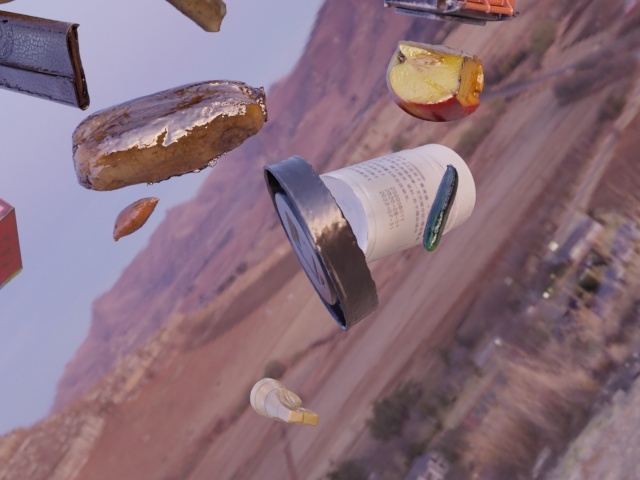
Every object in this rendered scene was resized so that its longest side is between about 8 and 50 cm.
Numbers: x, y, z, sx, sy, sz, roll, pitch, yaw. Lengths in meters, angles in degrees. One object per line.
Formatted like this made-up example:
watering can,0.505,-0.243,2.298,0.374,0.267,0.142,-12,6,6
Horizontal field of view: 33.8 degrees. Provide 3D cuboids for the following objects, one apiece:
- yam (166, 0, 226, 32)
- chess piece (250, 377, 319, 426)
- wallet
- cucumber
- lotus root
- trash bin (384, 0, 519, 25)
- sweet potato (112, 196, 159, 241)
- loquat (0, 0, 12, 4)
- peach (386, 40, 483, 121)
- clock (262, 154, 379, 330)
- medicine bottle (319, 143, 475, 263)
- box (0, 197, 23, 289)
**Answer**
yam,-0.251,-0.427,1.665,0.067,0.317,0.071,11,75,36
chess piece,-0.080,0.372,2.346,0.090,0.090,0.200,-54,25,-10
wallet,-0.451,-0.285,1.640,0.039,0.243,0.133,-24,-58,-43
cucumber,0.197,-0.055,1.698,0.036,0.033,0.184,-43,19,51
lotus root,-0.242,-0.182,1.663,0.329,0.167,0.078,-20,-26,-2
trash bin,0.197,-0.428,1.484,0.184,0.161,0.239,29,115,53
sweet potato,-0.245,-0.032,1.394,0.095,0.034,0.034,-37,12,24
loquat,-0.563,-0.513,1.780,0.244,0.244,0.244,-53,5,7
peach,0.166,-0.234,1.543,0.151,0.151,0.118,-55,-22,-22
clock,0.000,0.000,1.053,0.040,0.184,0.184,-27,2,-8
medicine bottle,0.137,-0.071,2.073,0.332,0.190,0.190,-19,-20,-41
box,-0.389,-0.032,1.079,0.048,0.175,0.112,-48,-18,-34
